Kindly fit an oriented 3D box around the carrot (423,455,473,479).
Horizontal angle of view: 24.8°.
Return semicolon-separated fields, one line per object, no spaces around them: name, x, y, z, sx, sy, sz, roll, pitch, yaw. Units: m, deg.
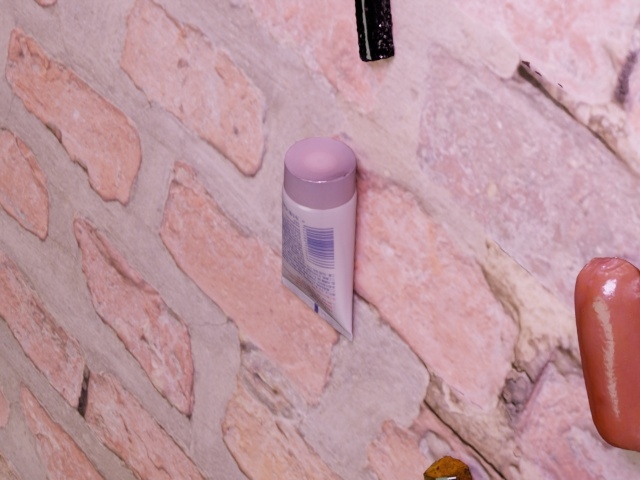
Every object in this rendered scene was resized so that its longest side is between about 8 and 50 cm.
carrot;0.166;0.360;1.655;0.069;0.069;0.229;-3;103;52

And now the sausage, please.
sausage;0.285;0.110;1.380;0.077;0.077;0.194;6;109;51

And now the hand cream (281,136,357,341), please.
hand cream;0.000;0.000;1.698;0.133;0.083;0.248;42;147;33

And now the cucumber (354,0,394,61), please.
cucumber;0.051;-0.269;1.526;0.043;0.039;0.163;3;112;29
